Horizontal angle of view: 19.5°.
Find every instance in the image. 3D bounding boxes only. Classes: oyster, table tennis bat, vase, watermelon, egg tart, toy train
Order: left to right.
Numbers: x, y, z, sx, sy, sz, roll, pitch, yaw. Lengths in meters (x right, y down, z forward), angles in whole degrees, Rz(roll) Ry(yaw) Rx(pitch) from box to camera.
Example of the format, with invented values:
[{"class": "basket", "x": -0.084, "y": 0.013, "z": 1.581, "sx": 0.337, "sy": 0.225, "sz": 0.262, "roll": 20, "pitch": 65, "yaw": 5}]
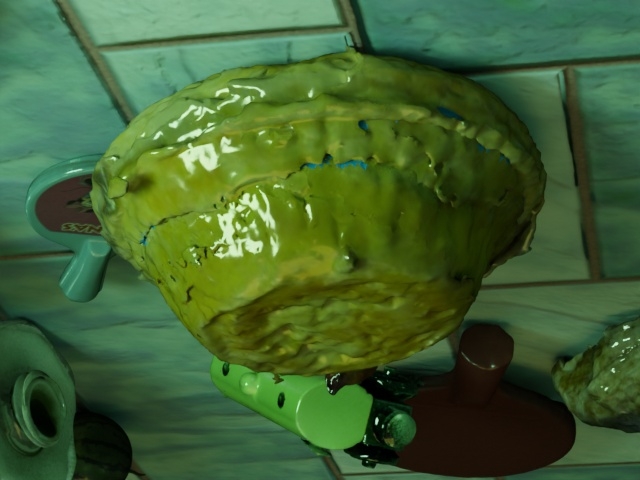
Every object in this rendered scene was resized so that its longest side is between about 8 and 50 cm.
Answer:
[{"class": "vase", "x": -0.472, "y": 0.215, "z": 1.944, "sx": 0.445, "sy": 0.250, "sz": 0.250, "roll": -14, "pitch": 151, "yaw": 23}, {"class": "watermelon", "x": -0.260, "y": 0.253, "z": 2.140, "sx": 0.133, "sy": 0.105, "sz": 0.105, "roll": 17, "pitch": 151, "yaw": -24}, {"class": "table tennis bat", "x": -0.194, "y": -0.011, "z": 1.663, "sx": 0.153, "sy": 0.040, "sz": 0.244, "roll": 7, "pitch": 150, "yaw": -16}, {"class": "toy train", "x": -0.011, "y": 0.156, "z": 1.852, "sx": 0.157, "sy": 0.105, "sz": 0.253, "roll": 14, "pitch": -178, "yaw": -28}, {"class": "egg tart", "x": 0.000, "y": 0.000, "z": 1.512, "sx": 0.388, "sy": 0.169, "sz": 0.388, "roll": -3, "pitch": 151, "yaw": -2}, {"class": "table tennis bat", "x": 0.156, "y": 0.190, "z": 2.050, "sx": 0.268, "sy": 0.051, "sz": 0.415, "roll": 6, "pitch": 156, "yaw": 0}, {"class": "oyster", "x": 0.357, "y": 0.146, "z": 1.877, "sx": 0.341, "sy": 0.110, "sz": 0.166, "roll": -4, "pitch": 152, "yaw": 42}]

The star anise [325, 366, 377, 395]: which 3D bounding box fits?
[{"class": "star anise", "x": 0.041, "y": 0.050, "z": 1.746, "sx": 0.140, "sy": 0.158, "sz": 0.144, "roll": -18, "pitch": 117, "yaw": 16}]
